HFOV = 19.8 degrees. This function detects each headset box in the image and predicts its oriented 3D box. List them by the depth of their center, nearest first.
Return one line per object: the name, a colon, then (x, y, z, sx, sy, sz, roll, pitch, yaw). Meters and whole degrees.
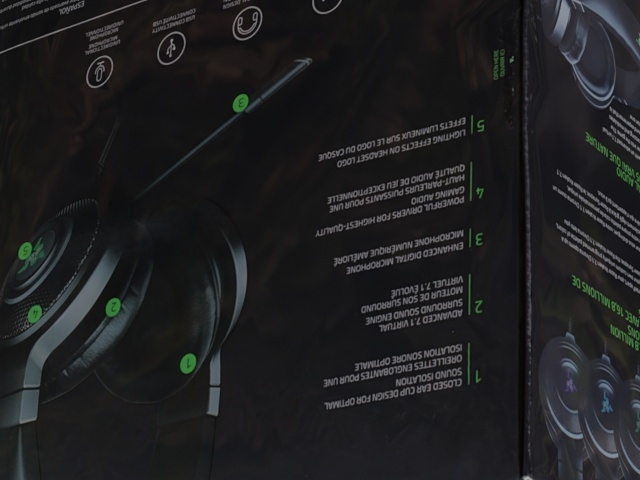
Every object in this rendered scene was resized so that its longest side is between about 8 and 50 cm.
headset box: (0.000, 0.000, 0.635, 0.246, 0.283, 0.131, -15, 151, 33)
